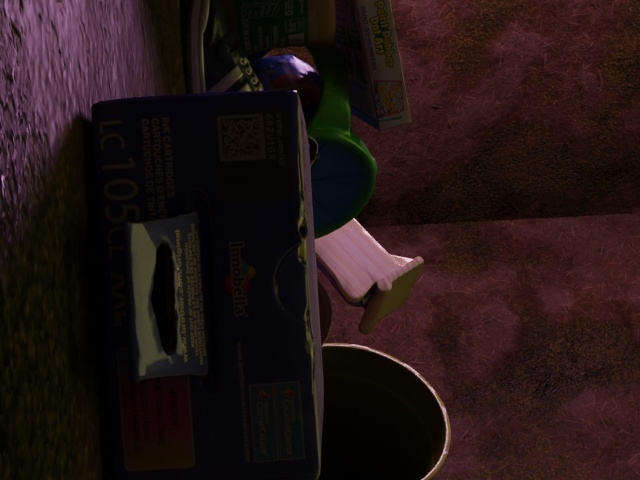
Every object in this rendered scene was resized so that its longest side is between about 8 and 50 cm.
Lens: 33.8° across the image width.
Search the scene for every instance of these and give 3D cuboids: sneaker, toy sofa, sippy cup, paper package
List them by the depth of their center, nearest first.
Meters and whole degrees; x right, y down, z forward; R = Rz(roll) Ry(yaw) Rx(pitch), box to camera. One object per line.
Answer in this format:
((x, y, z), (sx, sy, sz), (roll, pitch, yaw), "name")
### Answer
((-0.081, -0.167, 1.288), (0.099, 0.153, 0.282), (-89, 176, -80), "sneaker")
((-0.080, -0.439, 1.347), (0.325, 0.168, 0.310), (88, -5, -71), "paper package")
((-0.055, -0.151, 1.589), (0.240, 0.305, 0.224), (44, 22, -46), "sippy cup")
((0.000, 0.000, 1.952), (0.362, 0.177, 0.150), (46, -34, 20), "toy sofa")

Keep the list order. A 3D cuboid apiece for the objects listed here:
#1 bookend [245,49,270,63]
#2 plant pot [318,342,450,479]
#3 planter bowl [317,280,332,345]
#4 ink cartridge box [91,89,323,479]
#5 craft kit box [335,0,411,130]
((-0.085, -0.351, 1.581), (0.072, 0.157, 0.156), (46, -6, 7), "bookend")
((0.027, 0.449, 1.994), (0.366, 0.366, 0.353), (-93, -169, -51), "plant pot")
((-0.073, 0.136, 1.910), (0.109, 0.162, 0.162), (170, -82, -64), "planter bowl")
((-0.075, 0.031, 0.827), (0.395, 0.151, 0.270), (-162, -112, -89), "ink cartridge box")
((0.052, -0.303, 1.539), (0.250, 0.060, 0.247), (-130, -156, -69), "craft kit box")
